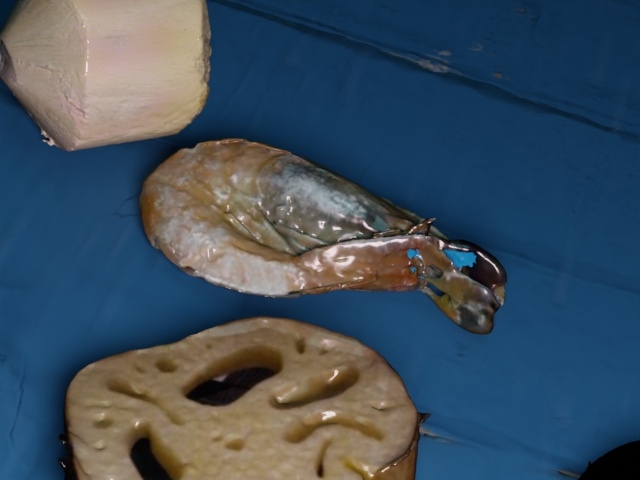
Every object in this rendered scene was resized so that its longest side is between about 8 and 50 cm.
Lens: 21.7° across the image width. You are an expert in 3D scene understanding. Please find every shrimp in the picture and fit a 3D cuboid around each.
[{"bbox_3d":[0.000,0.000,1.931,0.445,0.110,0.221,17,47,8],"label":"shrimp"}]

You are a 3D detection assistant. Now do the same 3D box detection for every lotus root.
[{"bbox_3d":[-0.086,0.224,1.651,0.375,0.111,0.390,26,45,15],"label":"lotus root"}]

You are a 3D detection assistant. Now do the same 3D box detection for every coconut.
[{"bbox_3d":[-0.270,-0.227,2.009,0.244,0.239,0.239,-7,45,-22],"label":"coconut"}]

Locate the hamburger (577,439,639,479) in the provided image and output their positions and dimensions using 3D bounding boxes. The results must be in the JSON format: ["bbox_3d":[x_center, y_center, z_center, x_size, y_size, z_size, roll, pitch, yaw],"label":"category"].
[{"bbox_3d":[0.358,0.290,1.705,0.231,0.107,0.231,6,49,-7],"label":"hamburger"}]
